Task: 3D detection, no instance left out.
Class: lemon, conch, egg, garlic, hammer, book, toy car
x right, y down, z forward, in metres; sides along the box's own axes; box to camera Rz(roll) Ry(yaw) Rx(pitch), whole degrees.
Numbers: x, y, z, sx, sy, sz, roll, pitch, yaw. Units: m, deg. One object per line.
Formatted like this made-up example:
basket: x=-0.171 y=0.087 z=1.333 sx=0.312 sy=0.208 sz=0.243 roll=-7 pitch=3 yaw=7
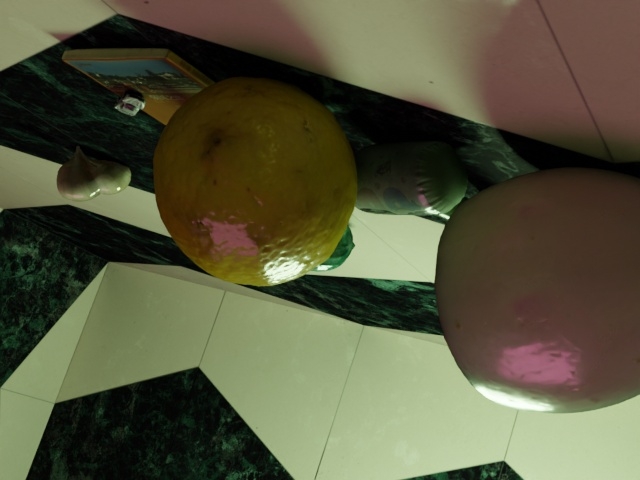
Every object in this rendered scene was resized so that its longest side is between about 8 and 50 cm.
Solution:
lemon: x=-0.097 y=-0.089 z=1.480 sx=0.336 sy=0.336 sz=0.336 roll=18 pitch=168 yaw=4
conch: x=0.001 y=-0.003 z=2.173 sx=0.196 sy=0.134 sz=0.202 roll=-22 pitch=-174 yaw=-33
egg: x=0.389 y=0.059 z=1.357 sx=0.354 sy=0.354 sz=0.340 roll=27 pitch=151 yaw=-36
garlic: x=-0.547 y=-0.156 z=2.351 sx=0.174 sy=0.124 sz=0.099 roll=-7 pitch=153 yaw=-6
hammer: x=0.209 y=-0.070 z=1.615 sx=0.335 sy=0.119 sz=0.206 roll=20 pitch=171 yaw=-41
book: x=-0.230 y=-0.236 z=1.692 sx=0.262 sy=0.028 sz=0.374 roll=10 pitch=166 yaw=38
toy car: x=-0.334 y=-0.239 z=1.705 sx=0.041 sy=0.025 sz=0.093 roll=21 pitch=169 yaw=-21
